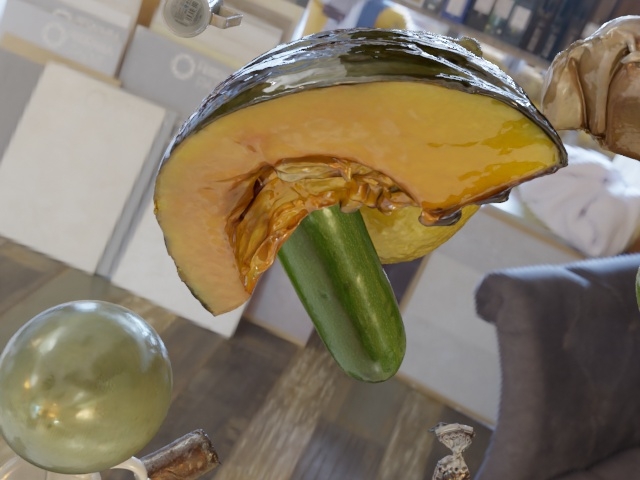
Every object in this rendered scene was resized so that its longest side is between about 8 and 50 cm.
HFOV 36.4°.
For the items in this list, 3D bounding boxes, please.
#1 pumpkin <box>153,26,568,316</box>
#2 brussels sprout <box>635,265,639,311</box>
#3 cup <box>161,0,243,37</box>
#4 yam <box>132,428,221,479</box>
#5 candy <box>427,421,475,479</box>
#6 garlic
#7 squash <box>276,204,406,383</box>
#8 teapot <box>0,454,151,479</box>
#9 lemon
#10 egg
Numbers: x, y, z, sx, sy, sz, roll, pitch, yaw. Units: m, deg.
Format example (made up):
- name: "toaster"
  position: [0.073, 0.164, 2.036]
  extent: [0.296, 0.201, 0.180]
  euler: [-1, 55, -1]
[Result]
- name: "pumpkin"
  position: [-0.019, -0.074, 0.607]
  extent: [0.169, 0.312, 0.148]
  euler: [29, 48, -36]
- name: "brussels sprout"
  position: [0.591, 0.075, 1.440]
  extent: [0.244, 0.244, 0.244]
  euler: [19, 23, -8]
- name: "cup"
  position: [-0.151, -0.294, 1.238]
  extent: [0.104, 0.074, 0.116]
  euler: [21, 20, -10]
- name: "yam"
  position: [-0.243, 0.374, 1.621]
  extent: [0.141, 0.079, 0.079]
  euler: [-24, 44, -21]
- name: "candy"
  position: [0.201, 0.402, 1.584]
  extent: [0.094, 0.226, 0.051]
  euler: [13, 12, 8]
- name: "garlic"
  position: [0.364, -0.172, 1.076]
  extent: [0.217, 0.110, 0.228]
  euler: [24, -14, 8]
- name: "squash"
  position: [0.000, 0.000, 0.976]
  extent: [0.379, 0.101, 0.101]
  euler: [61, 4, -30]
- name: "teapot"
  position: [-0.409, 0.410, 1.495]
  extent: [0.299, 0.166, 0.208]
  euler: [-21, 30, 4]
- name: "lemon"
  position: [0.088, -0.105, 1.156]
  extent: [0.245, 0.320, 0.245]
  euler: [31, 20, -12]
- name: "egg"
  position: [-0.301, 0.187, 1.220]
  extent: [0.218, 0.218, 0.295]
  euler: [22, 3, 0]
